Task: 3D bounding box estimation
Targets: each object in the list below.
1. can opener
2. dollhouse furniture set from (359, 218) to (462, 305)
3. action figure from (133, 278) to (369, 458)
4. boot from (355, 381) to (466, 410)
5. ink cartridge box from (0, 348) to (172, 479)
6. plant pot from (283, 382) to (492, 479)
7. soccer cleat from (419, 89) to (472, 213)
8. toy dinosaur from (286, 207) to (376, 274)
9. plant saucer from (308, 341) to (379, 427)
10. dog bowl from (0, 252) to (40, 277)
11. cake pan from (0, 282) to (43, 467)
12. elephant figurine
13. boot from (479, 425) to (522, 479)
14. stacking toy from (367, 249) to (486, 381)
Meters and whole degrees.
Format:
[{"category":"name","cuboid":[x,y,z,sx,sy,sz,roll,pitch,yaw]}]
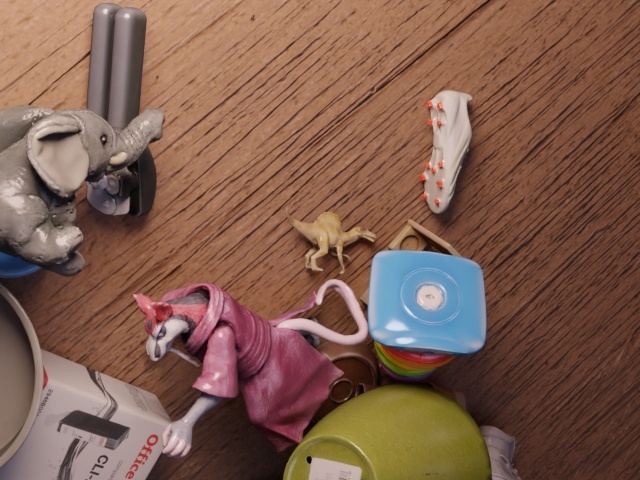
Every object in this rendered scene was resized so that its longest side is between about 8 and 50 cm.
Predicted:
[{"category":"can opener","cuboid":[-0.263,-0.166,1.219,0.093,0.074,0.280,-28,129,-56]},{"category":"dollhouse furniture set","cuboid":[0.165,0.082,1.497,0.151,0.123,0.144,-49,123,-2]},{"category":"action figure","cuboid":[-0.103,0.148,1.286,0.275,0.248,0.370,-38,140,9]},{"category":"boot","cuboid":[0.149,0.360,1.554,0.206,0.090,0.249,5,76,-24]},{"category":"ink cartridge box","cuboid":[-0.371,0.277,1.300,0.272,0.114,0.197,29,94,-33]},{"category":"plant pot","cuboid":[0.073,0.338,1.326,0.275,0.274,0.293,-60,154,5]},{"category":"soccer cleat","cuboid":[0.205,-0.138,1.467,0.076,0.068,0.196,-8,110,-28]},{"category":"toy dinosaur","cuboid":[0.000,0.000,1.433,0.183,0.053,0.093,11,89,-38]},{"category":"plant saucer","cuboid":[0.030,0.244,1.549,0.168,0.029,0.169,-10,113,-25]},{"category":"dog bowl","cuboid":[-0.440,-0.063,1.154,0.166,0.074,0.297,-50,124,-2]},{"category":"cake pan","cuboid":[-0.478,0.162,1.155,0.293,0.054,0.293,0,91,4]},{"category":"elephant figurine","cuboid":[-0.316,-0.093,1.097,0.169,0.186,0.239,20,81,9]},{"category":"boot","cuboid":[0.349,0.426,1.750,0.258,0.095,0.123,46,49,-56]},{"category":"stacking toy","cuboid":[0.142,0.157,1.470,0.175,0.166,0.302,7,149,-4]}]
